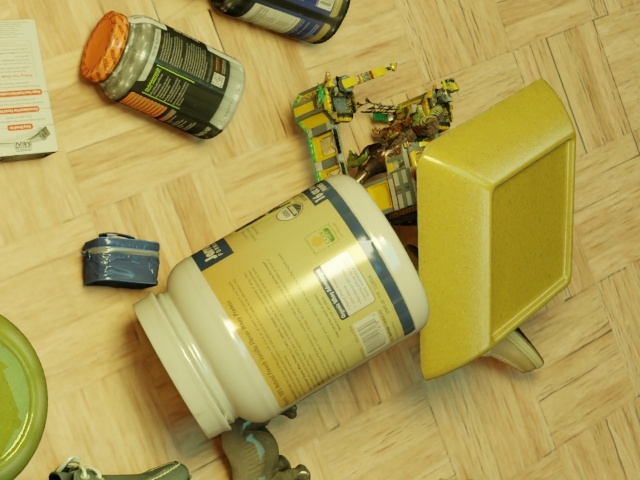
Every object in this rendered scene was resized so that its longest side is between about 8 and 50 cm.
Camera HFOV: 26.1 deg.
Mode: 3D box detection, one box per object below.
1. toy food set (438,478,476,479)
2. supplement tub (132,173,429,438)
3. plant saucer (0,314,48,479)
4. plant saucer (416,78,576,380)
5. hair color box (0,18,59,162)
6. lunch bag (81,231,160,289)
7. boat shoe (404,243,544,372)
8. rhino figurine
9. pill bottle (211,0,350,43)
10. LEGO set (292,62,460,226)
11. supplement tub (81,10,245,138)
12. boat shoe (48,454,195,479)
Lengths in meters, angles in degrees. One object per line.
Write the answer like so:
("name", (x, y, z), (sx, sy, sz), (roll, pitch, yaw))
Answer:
("toy food set", (0.219, 0.416, 2.016), (0.192, 0.038, 0.132), (20, 78, -36))
("supplement tub", (-0.049, 0.084, 1.711), (0.316, 0.228, 0.228), (-30, 101, -6))
("plant saucer", (-0.423, 0.187, 1.608), (0.241, 0.037, 0.241), (7, 78, -33))
("plant saucer", (0.252, -0.012, 1.851), (0.332, 0.081, 0.333), (-32, 127, -47))
("hair color box", (-0.384, -0.181, 1.684), (0.093, 0.053, 0.167), (-9, 86, -36))
("lunch bag", (-0.253, 0.024, 1.732), (0.098, 0.067, 0.065), (7, 78, -32))
("boat shoe", (0.204, 0.121, 2.019), (0.302, 0.109, 0.098), (35, 101, -30))
("rhino figurine", (-0.073, 0.310, 1.806), (0.106, 0.073, 0.243), (-13, 91, -39))
("pill bottle", (-0.075, -0.354, 1.880), (0.219, 0.122, 0.123), (15, 74, -32))
("LEGO set", (0.138, -0.128, 1.903), (0.331, 0.192, 0.255), (10, 68, -45))
("supplement tub", (-0.202, -0.215, 1.775), (0.190, 0.117, 0.117), (23, 70, -30))
("boat shoe", (-0.287, 0.304, 1.632), (0.319, 0.116, 0.099), (-15, 85, -39))
